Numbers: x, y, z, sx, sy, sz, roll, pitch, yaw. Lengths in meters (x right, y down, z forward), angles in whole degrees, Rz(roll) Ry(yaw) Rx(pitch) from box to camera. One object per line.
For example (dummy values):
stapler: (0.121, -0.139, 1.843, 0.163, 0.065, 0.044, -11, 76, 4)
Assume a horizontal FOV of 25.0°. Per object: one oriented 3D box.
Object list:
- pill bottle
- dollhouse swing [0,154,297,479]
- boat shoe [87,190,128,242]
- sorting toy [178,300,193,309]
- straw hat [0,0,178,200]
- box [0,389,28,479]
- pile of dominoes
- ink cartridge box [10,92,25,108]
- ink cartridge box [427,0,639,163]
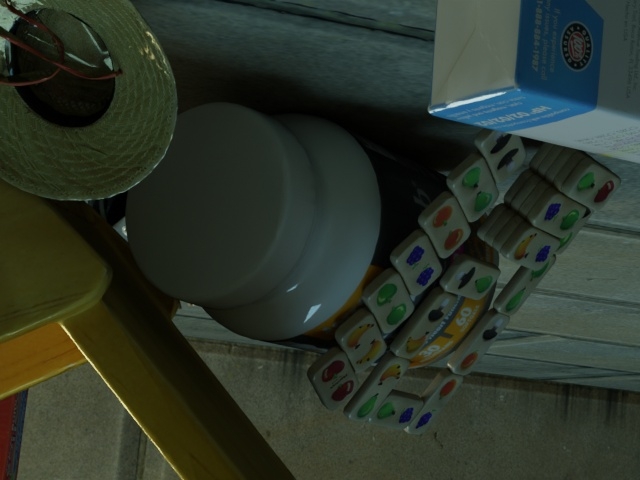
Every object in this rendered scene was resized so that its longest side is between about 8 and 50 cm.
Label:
pill bottle: (0.000, 0.000, 1.029, 0.162, 0.162, 0.278, 0, 170, 33)
dollhouse swing: (-0.202, 0.124, 0.952, 0.315, 0.305, 0.347, -24, 175, -1)
boat shoe: (-0.151, -0.023, 1.297, 0.099, 0.116, 0.319, 56, 159, -17)
sorting toy: (-0.095, 0.034, 1.460, 0.132, 0.046, 0.274, -14, 180, 31)
straw hat: (-0.134, -0.098, 0.772, 0.144, 0.144, 0.061, 4, -148, 10)
box: (-0.337, 0.154, 1.275, 0.142, 0.300, 0.154, 7, 170, -7)
pile of dominoes: (0.106, 0.040, 1.007, 0.040, 0.251, 0.196, 43, -167, 32)
ink cartridge box: (-0.277, -0.060, 1.015, 0.171, 0.056, 0.235, -12, 170, 3)
ink cartridge box: (0.137, -0.086, 0.572, 0.181, 0.104, 0.061, 11, 170, -28)
